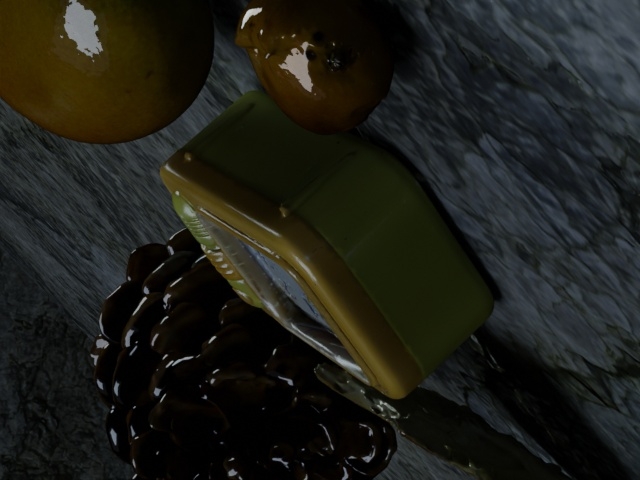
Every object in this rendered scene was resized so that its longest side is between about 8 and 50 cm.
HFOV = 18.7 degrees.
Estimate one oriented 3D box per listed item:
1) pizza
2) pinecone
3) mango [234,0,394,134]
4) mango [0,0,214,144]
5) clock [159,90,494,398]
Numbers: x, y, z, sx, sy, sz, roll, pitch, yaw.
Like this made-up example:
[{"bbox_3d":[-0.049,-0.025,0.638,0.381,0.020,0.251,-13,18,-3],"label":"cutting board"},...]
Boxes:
[{"bbox_3d":[0.102,0.132,1.240,0.262,0.034,0.181,31,180,-30],"label":"pizza"},{"bbox_3d":[-0.047,0.103,1.366,0.224,0.224,0.272,54,-177,-30],"label":"pinecone"},{"bbox_3d":[-0.001,-0.089,0.944,0.077,0.063,0.127,41,174,4],"label":"mango"},{"bbox_3d":[-0.132,-0.128,1.149,0.151,0.120,0.221,52,160,-18],"label":"mango"},{"bbox_3d":[0.000,0.000,1.173,0.202,0.096,0.143,28,156,57],"label":"clock"}]
